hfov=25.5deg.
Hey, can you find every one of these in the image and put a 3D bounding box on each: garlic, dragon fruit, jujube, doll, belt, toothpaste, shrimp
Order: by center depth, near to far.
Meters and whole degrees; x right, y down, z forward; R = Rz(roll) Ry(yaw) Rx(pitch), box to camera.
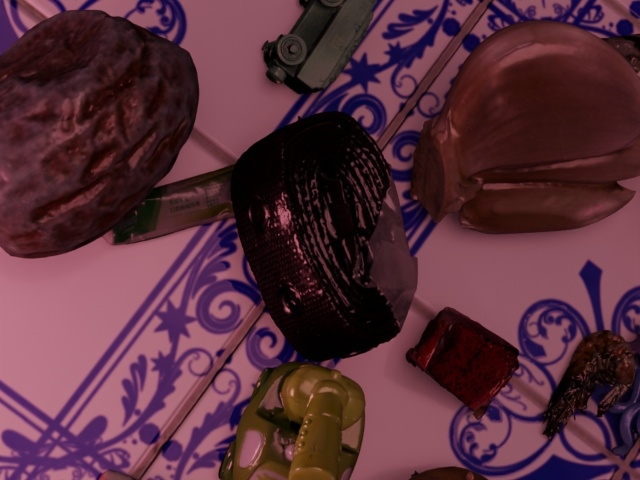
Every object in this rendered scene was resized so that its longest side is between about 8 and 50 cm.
[{"bbox_3d":[-0.278,-0.127,1.619,0.308,0.246,0.215,-38,130,-9],"label":"jujube"},{"bbox_3d":[0.000,0.000,1.701,0.184,0.164,0.289,-12,82,-40],"label":"belt"},{"bbox_3d":[-0.175,-0.041,1.723,0.248,0.047,0.078,-16,98,-16],"label":"toothpaste"},{"bbox_3d":[0.164,0.139,1.753,0.147,0.096,0.102,37,85,-36],"label":"dragon fruit"},{"bbox_3d":[0.269,-0.141,1.755,0.325,0.132,0.279,-13,126,-10],"label":"garlic"},{"bbox_3d":[0.339,0.187,1.788,0.161,0.091,0.034,-57,138,-7],"label":"shrimp"},{"bbox_3d":[0.423,0.182,1.808,0.110,0.067,0.206,20,85,11],"label":"doll"}]

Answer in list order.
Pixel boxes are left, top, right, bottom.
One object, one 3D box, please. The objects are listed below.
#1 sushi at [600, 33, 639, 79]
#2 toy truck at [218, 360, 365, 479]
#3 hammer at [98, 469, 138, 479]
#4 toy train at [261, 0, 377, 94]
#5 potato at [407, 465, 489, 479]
[{"bbox_3d":[0.432,-0.206,1.848,0.272,0.134,0.109,-10,112,-20],"label":"sushi"},{"bbox_3d":[-0.015,0.224,1.646,0.148,0.210,0.187,23,60,-8],"label":"toy truck"},{"bbox_3d":[-0.245,0.315,1.663,0.052,0.031,0.083,21,84,-5],"label":"hammer"},{"bbox_3d":[-0.001,-0.258,1.781,0.099,0.070,0.172,36,77,-16],"label":"toy train"},{"bbox_3d":[0.173,0.376,1.636,0.299,0.116,0.239,-27,89,-47],"label":"potato"}]
